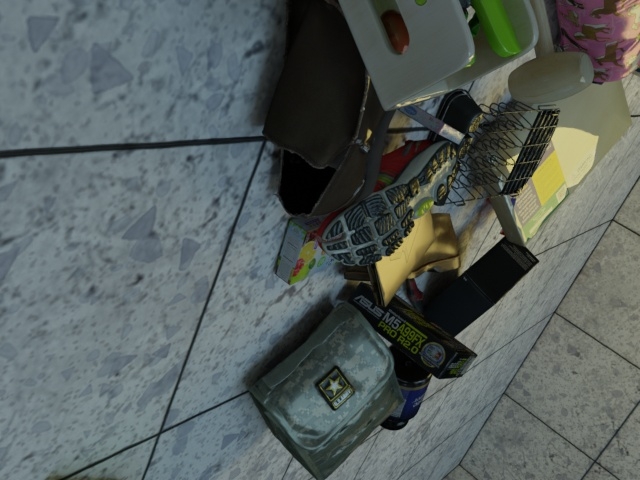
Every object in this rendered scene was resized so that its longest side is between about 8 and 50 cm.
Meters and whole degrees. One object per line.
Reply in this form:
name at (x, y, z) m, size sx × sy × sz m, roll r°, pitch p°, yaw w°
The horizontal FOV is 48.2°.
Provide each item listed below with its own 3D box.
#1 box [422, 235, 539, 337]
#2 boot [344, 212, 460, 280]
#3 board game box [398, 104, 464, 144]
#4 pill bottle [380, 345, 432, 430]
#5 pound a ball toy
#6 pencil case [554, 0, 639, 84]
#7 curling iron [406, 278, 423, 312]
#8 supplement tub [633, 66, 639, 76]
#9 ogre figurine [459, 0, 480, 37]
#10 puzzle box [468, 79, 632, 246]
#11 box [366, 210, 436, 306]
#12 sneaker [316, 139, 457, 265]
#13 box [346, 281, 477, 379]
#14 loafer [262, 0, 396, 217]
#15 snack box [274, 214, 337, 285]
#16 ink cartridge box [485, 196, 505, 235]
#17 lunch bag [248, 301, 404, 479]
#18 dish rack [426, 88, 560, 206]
box at (0.359, 0.117, 1.659) m, size 0.184 × 0.103 × 0.261 m, roll -33°, pitch 166°, yaw -31°
boot at (0.149, 0.013, 1.314) m, size 0.305 × 0.112 × 0.115 m, roll -12°, pitch 102°, yaw -47°
board game box at (0.162, -0.179, 1.071) m, size 0.090 × 0.090 × 0.020 m, roll 7°, pitch 116°, yaw -60°
pill bottle at (0.193, 0.364, 1.744) m, size 0.123 × 0.123 × 0.219 m, roll -32°, pitch 147°, yaw -36°
pound a ball toy at (0.094, -0.248, 0.640) m, size 0.136 × 0.319 × 0.208 m, roll -20°, pitch -177°, yaw 45°
pencil case at (0.486, -0.417, 1.232) m, size 0.167 × 0.160 × 0.386 m, roll -46°, pitch 155°, yaw 5°
curling iron at (0.215, 0.108, 1.567) m, size 0.068 × 0.035 × 0.274 m, roll -46°, pitch 153°, yaw -15°
supplement tub at (0.705, -0.492, 1.424) m, size 0.228 × 0.228 × 0.316 m, roll -50°, pitch 153°, yaw -6°
ogre figurine at (0.206, -0.330, 0.967) m, size 0.118 × 0.097 × 0.197 m, roll -22°, pitch 128°, yaw -19°
puzzle box at (0.491, -0.218, 1.492) m, size 0.409 × 0.052 × 0.272 m, roll -45°, pitch 129°, yaw -15°
box at (0.129, -0.015, 1.181) m, size 0.201 × 0.021 × 0.164 m, roll -47°, pitch 133°, yaw -41°
sneaker at (0.087, -0.061, 1.059) m, size 0.279 × 0.118 × 0.107 m, roll -37°, pitch 128°, yaw -30°
box at (0.180, 0.175, 1.366) m, size 0.060 × 0.216 × 0.270 m, roll -54°, pitch 158°, yaw 4°
loafer at (0.007, -0.142, 0.811) m, size 0.130 × 0.134 × 0.366 m, roll -40°, pitch 151°, yaw -26°
snack box at (0.000, 0.000, 1.082) m, size 0.141 × 0.037 × 0.100 m, roll -23°, pitch 142°, yaw -47°
ink cartridge box at (0.465, -0.123, 1.647) m, size 0.231 × 0.078 × 0.134 m, roll -59°, pitch 152°, yaw 11°
lunch bag at (0.011, 0.269, 1.290) m, size 0.235 × 0.169 × 0.287 m, roll -41°, pitch 144°, yaw -16°
dish rack at (0.304, -0.162, 1.276) m, size 0.272 × 0.074 × 0.208 m, roll -10°, pitch 133°, yaw -36°
